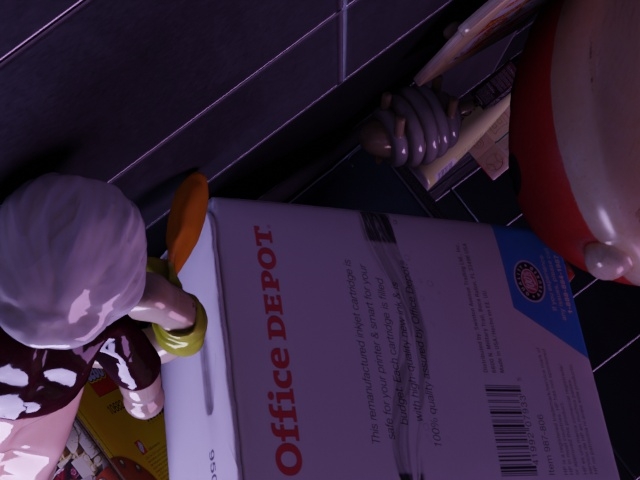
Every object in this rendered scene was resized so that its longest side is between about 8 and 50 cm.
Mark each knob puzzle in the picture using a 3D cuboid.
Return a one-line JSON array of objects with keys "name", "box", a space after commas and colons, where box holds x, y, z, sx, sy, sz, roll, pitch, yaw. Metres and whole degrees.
[{"name": "knob puzzle", "box": [0.178, -0.226, 0.990, 0.213, 0.030, 0.213, -36, 175, -4]}]

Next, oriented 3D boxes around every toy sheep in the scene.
[{"name": "toy sheep", "box": [0.098, -0.118, 1.128, 0.132, 0.091, 0.091, -17, 170, -14]}]

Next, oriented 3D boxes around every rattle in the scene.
[{"name": "rattle", "box": [-0.185, 0.029, 0.827, 0.200, 0.142, 0.130, -13, 167, 22]}]

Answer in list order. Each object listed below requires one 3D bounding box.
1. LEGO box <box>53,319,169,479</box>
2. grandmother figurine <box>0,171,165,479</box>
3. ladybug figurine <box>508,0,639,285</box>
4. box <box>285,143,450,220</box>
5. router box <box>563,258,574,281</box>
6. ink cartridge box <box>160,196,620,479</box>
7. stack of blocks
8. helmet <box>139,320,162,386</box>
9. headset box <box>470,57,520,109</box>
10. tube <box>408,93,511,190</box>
[{"name": "LEGO box", "box": [-0.304, 0.272, 1.270, 0.372, 0.193, 0.500, -38, 175, 9]}, {"name": "grandmother figurine", "box": [-0.193, 0.078, 0.694, 0.208, 0.104, 0.342, -5, 150, -34]}, {"name": "ladybug figurine", "box": [0.303, -0.135, 1.143, 0.162, 0.305, 0.449, -12, -142, 37]}, {"name": "box", "box": [0.038, 0.045, 1.483, 0.293, 0.212, 0.395, -38, 174, 7]}, {"name": "router box", "box": [0.160, 0.137, 1.480, 0.335, 0.082, 0.301, -39, 175, 22]}, {"name": "ink cartridge box", "box": [0.057, 0.132, 1.066, 0.395, 0.285, 0.166, 5, 152, -28]}, {"name": "stack of blocks", "box": [0.371, -0.237, 1.839, 0.297, 0.087, 0.171, -41, -179, 16]}, {"name": "helmet", "box": [-0.113, 0.096, 1.207, 0.169, 0.169, 0.161, -34, 164, -37]}, {"name": "headset box", "box": [0.261, -0.224, 1.590, 0.083, 0.032, 0.062, -41, 175, 29]}, {"name": "tube", "box": [0.220, -0.170, 1.712, 0.240, 0.070, 0.062, -41, 139, -19]}]
